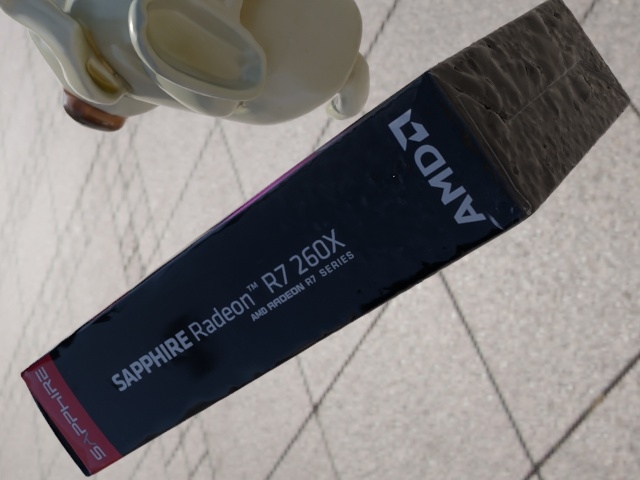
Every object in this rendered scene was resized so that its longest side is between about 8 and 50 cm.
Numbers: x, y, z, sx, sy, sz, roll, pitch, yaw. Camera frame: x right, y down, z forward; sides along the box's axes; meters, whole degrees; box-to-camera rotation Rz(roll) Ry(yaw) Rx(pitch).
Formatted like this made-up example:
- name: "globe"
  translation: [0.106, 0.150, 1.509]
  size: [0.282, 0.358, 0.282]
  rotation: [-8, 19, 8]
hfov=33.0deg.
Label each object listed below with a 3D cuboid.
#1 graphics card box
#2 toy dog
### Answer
- name: "graphics card box"
  translation: [0.000, 0.000, 0.692]
  size: [0.371, 0.233, 0.094]
  rotation: [-33, 92, 35]
- name: "toy dog"
  translation: [-0.169, -0.262, 1.238]
  size: [0.408, 0.395, 0.285]
  rotation: [3, 78, 45]
